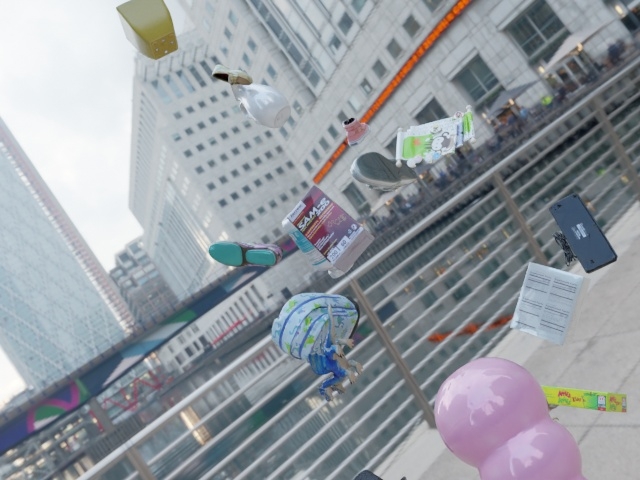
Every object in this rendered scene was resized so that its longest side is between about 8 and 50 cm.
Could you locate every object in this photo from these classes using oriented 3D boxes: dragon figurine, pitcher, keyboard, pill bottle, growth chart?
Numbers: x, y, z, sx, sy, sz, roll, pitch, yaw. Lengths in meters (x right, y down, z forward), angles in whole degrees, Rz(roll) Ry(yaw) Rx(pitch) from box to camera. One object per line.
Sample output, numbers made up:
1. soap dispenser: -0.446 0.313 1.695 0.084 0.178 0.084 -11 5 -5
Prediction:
1. dragon figurine: 0.023 0.323 1.431 0.143 0.289 0.085 -12 19 34
2. pitcher: -0.203 -0.454 1.763 0.125 0.207 0.178 -44 -19 -23
3. keyboard: 0.592 -0.011 1.197 0.100 0.192 0.038 -29 -36 22
4. pill bottle: 0.000 0.000 1.755 0.146 0.264 0.146 -35 13 10
5. growth chart: 0.322 -0.288 1.465 0.237 0.172 0.021 -14 -39 17

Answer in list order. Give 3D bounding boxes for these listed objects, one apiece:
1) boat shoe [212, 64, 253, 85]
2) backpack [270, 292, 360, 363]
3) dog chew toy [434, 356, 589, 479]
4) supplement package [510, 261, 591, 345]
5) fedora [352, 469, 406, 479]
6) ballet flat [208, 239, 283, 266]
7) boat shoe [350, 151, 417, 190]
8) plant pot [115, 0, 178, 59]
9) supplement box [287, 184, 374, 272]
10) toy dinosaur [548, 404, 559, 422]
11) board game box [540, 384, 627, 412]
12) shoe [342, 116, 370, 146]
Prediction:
1. boat shoe: -0.287 -0.526 1.684 0.050 0.135 0.045 93 -162 -60
2. backpack: -0.019 0.326 1.928 0.355 0.273 0.290 27 -82 -42
3. dog chew toy: 0.352 0.373 0.910 0.206 0.332 0.207 -23 -35 -18
4. supplement package: 0.884 0.240 1.992 0.199 0.198 0.263 10 -84 -55
5. fedora: 0.123 0.836 1.597 0.334 0.152 0.334 -49 -17 -21
6. ballet flat: -0.210 0.036 1.496 0.221 0.077 0.079 3 15 16
7. boat shoe: 0.190 -0.201 1.627 0.103 0.118 0.320 -41 -17 32
8. plant pot: -0.298 -0.373 0.921 0.081 0.083 0.081 -32 -14 -15
9. supplement box: 0.024 -0.037 1.447 0.130 0.239 0.073 -50 -39 5
10. toy dinosaur: 0.645 0.565 1.549 0.211 0.112 0.064 -37 -14 -19
11. board game box: 0.630 0.384 1.264 0.092 0.043 0.181 15 -16 -34
12. shoe: 0.127 -0.398 1.820 0.063 0.081 0.178 -11 26 25
